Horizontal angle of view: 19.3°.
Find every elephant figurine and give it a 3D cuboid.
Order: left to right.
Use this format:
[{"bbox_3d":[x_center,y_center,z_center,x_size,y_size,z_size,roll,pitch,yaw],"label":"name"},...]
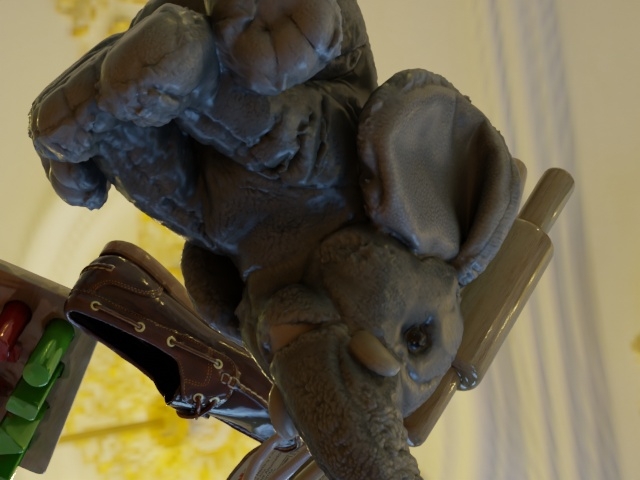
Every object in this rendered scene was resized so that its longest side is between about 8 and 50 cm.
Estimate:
[{"bbox_3d":[0.000,0.000,0.786,0.239,0.186,0.169,51,-15,-12],"label":"elephant figurine"}]

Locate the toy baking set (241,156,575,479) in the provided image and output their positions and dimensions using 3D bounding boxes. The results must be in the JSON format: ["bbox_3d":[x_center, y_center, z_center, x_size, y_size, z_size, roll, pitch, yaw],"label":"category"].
[{"bbox_3d":[0.031,0.066,0.906,0.030,0.256,0.197,40,-35,-10],"label":"toy baking set"}]

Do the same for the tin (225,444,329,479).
[{"bbox_3d":[-0.010,0.211,1.518,0.189,0.106,0.040,6,-42,49],"label":"tin"}]

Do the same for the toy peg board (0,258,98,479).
[{"bbox_3d":[-0.262,0.098,1.389,0.160,0.079,0.161,23,-62,-3],"label":"toy peg board"}]

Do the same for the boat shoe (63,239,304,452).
[{"bbox_3d":[-0.094,0.091,1.346,0.207,0.073,0.073,38,-41,-9],"label":"boat shoe"}]
